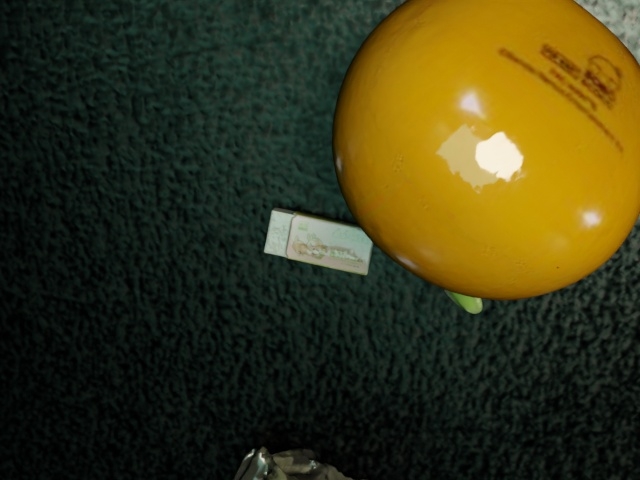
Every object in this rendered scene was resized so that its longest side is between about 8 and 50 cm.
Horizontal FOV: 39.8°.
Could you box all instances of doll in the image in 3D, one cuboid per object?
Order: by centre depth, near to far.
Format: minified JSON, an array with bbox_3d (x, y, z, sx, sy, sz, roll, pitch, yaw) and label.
[{"bbox_3d":[0.095,-0.050,0.599,0.213,0.213,0.236,43,145,-4],"label":"doll"}]

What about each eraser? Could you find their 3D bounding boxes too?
[{"bbox_3d":[0.000,0.000,0.695,0.083,0.019,0.038,11,105,3],"label":"eraser"}]

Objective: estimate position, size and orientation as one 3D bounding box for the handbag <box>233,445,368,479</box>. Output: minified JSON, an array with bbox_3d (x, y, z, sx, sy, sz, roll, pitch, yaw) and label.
[{"bbox_3d":[-0.051,0.363,0.623,0.163,0.325,0.326,22,103,-13],"label":"handbag"}]
